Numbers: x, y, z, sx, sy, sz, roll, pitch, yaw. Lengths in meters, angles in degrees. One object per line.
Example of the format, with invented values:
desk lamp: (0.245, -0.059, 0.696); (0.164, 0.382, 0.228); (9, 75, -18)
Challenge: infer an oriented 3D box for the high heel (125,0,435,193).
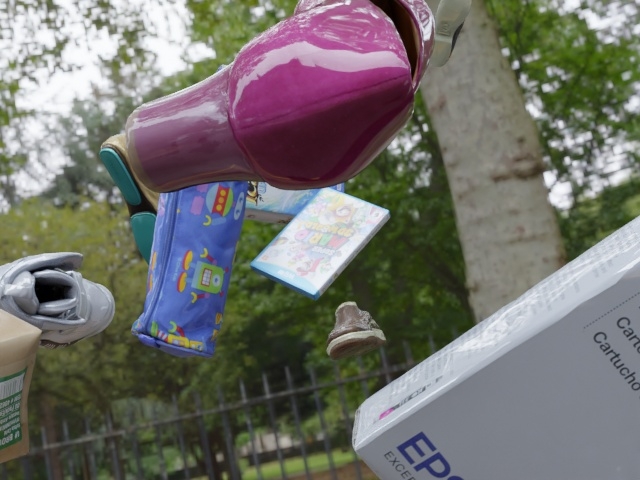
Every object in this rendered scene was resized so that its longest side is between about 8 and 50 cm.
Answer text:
high heel: (0.050, -0.118, 0.639); (0.181, 0.127, 0.377); (-9, 21, 33)

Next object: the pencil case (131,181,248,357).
pencil case: (-0.178, 0.007, 1.312); (0.119, 0.306, 0.133); (8, -4, 40)

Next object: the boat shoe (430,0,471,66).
boat shoe: (0.204, -0.342, 1.505); (0.049, 0.137, 0.043); (19, 23, 7)

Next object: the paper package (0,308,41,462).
paper package: (-0.534, 0.158, 1.057); (0.309, 0.168, 0.325); (20, 18, 30)

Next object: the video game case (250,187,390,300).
video game case: (0.000, 0.000, 1.290); (0.119, 0.166, 0.015); (23, -31, 35)

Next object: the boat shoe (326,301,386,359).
boat shoe: (0.052, 0.164, 1.775); (0.095, 0.095, 0.257); (-25, -11, 7)

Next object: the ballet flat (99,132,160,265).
ballet flat: (-0.260, -0.059, 1.463); (0.080, 0.232, 0.073); (3, 32, 39)

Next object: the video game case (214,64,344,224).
video game case: (-0.077, -0.164, 1.720); (0.244, 0.270, 0.061); (8, -19, -23)

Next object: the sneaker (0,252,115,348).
sneaker: (-0.438, 0.106, 1.602); (0.210, 0.137, 0.366); (-10, -11, 31)

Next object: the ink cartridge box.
ink cartridge box: (0.247, 0.152, 0.628); (0.330, 0.324, 0.071); (-37, 13, 20)
